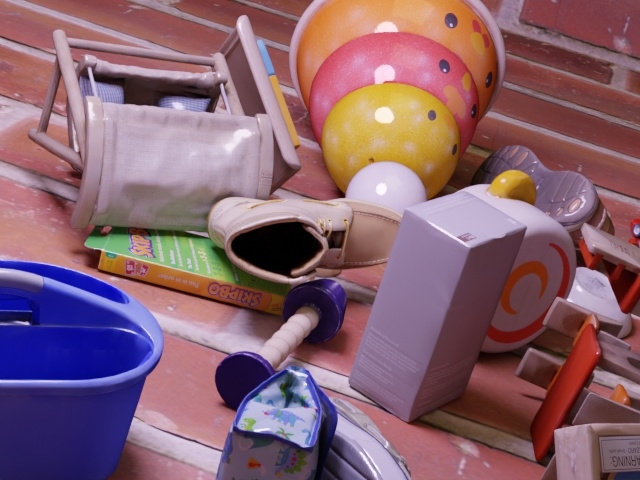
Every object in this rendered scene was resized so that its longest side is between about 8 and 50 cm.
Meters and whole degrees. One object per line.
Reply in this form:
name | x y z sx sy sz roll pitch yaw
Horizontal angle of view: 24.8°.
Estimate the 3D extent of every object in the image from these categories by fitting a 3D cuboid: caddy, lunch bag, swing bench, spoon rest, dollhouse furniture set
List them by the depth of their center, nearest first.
caddy | -0.319 0.106 1.366 0.341 0.179 0.241 3 25 -27
lunch bag | -0.043 0.204 1.377 0.096 0.129 0.151 16 21 1
dollhouse furniture set | 0.296 0.125 1.612 0.135 0.259 0.262 23 20 -7
swing bench | -0.217 -0.135 1.900 0.253 0.165 0.255 3 31 -30
spoon rest | 0.330 0.050 2.066 0.137 0.084 0.276 -9 46 -42

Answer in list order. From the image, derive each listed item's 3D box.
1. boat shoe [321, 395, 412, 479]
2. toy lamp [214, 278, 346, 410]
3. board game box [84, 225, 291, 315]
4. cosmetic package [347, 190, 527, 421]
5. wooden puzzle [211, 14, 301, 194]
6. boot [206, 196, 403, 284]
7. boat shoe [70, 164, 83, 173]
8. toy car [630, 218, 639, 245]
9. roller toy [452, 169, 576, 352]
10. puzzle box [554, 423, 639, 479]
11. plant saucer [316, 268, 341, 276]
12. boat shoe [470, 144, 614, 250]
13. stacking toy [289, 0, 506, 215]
boat shoe | 0.039 0.221 1.426 0.094 0.109 0.302 4 22 -29
toy lamp | -0.034 0.111 1.670 0.080 0.080 0.275 20 25 12
board game box | -0.163 0.027 1.835 0.259 0.039 0.124 17 21 -3
cosmetic package | 0.131 0.073 1.650 0.107 0.238 0.127 30 26 30
wooden puzzle | -0.086 -0.180 2.028 0.044 0.221 0.238 -18 -5 -15
boot | 0.000 0.000 1.775 0.261 0.095 0.203 7 7 -11
boat shoe | -0.276 -0.098 2.025 0.152 0.056 0.049 12 18 -8
toy car | 0.560 0.050 2.219 0.239 0.053 0.225 23 24 20
roller toy | 0.214 0.031 1.856 0.191 0.209 0.146 -29 40 -19
puzzle box | 0.397 0.300 1.298 0.408 0.272 0.052 3 -14 -27
plant saucer | -0.010 0.024 1.965 0.083 0.015 0.083 13 22 -5
boat shoe | 0.344 -0.056 2.278 0.116 0.123 0.324 42 0 -28
stacking toy | 0.112 -0.156 2.201 0.350 0.351 0.480 13 41 -7
